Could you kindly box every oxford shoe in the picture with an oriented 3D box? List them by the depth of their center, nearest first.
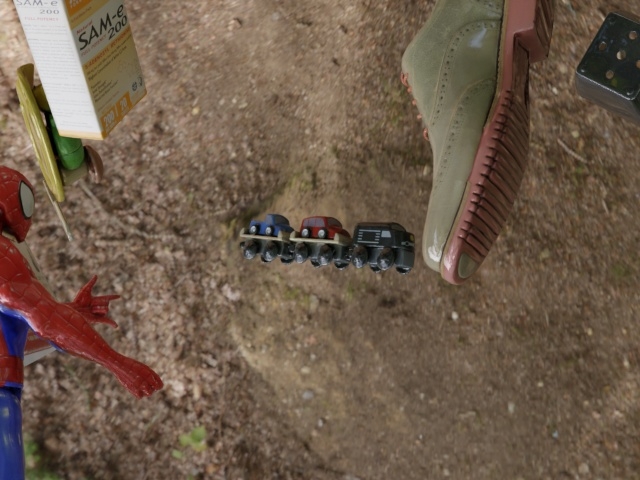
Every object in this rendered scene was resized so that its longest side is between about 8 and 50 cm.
[{"bbox_3d":[0.139,-0.130,0.847,0.130,0.123,0.348,10,78,24],"label":"oxford shoe"}]

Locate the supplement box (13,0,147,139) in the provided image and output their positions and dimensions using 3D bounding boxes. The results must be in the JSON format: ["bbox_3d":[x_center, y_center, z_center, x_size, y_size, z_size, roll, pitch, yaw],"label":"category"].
[{"bbox_3d":[-0.148,-0.122,0.545,0.036,0.062,0.098,7,131,19],"label":"supplement box"}]

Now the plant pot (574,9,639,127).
[{"bbox_3d":[0.590,-0.331,1.628,0.188,0.167,0.187,37,108,28],"label":"plant pot"}]

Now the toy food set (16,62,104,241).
[{"bbox_3d":[-0.320,-0.123,1.082,0.071,0.128,0.218,-21,136,-20],"label":"toy food set"}]

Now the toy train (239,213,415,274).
[{"bbox_3d":[0.000,0.000,0.592,0.158,0.027,0.036,3,82,43],"label":"toy train"}]

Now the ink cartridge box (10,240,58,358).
[{"bbox_3d":[-0.360,0.004,0.809,0.114,0.197,0.273,-29,89,-4],"label":"ink cartridge box"}]

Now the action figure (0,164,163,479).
[{"bbox_3d":[-0.138,0.101,0.439,0.091,0.139,0.280,-17,70,43],"label":"action figure"}]
